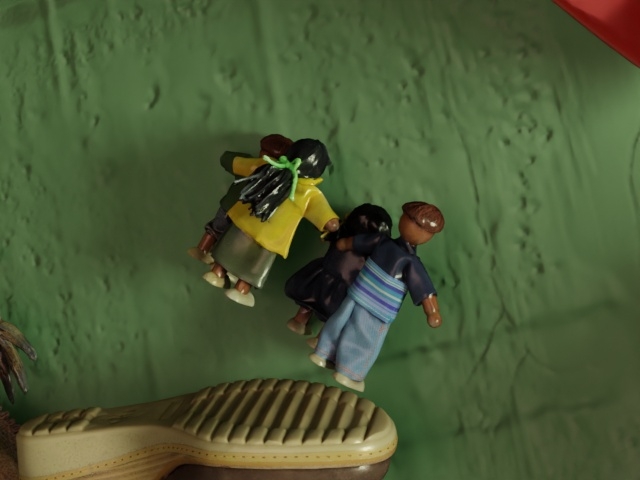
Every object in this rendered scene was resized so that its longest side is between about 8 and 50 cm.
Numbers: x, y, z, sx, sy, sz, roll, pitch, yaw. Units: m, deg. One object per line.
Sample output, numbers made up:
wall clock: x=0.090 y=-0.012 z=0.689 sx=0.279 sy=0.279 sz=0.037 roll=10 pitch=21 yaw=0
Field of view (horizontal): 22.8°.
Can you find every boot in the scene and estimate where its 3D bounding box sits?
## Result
boot: x=-0.054 y=0.191 z=0.919 sx=0.248 sy=0.090 sz=0.207 roll=-6 pitch=106 yaw=25

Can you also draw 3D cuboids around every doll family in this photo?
doll family: x=0.000 y=0.000 z=0.918 sx=0.193 sy=0.076 sz=0.111 roll=35 pitch=98 yaw=22

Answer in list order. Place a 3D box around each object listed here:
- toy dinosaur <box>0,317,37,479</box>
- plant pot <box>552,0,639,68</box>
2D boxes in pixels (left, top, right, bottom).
toy dinosaur: x=-0.227 y=0.140 z=1.008 sx=0.200 sy=0.127 sz=0.296 roll=-41 pitch=78 yaw=-6
plant pot: x=0.180 y=-0.229 z=0.741 sx=0.275 sy=0.275 sz=0.243 roll=44 pitch=97 yaw=25
